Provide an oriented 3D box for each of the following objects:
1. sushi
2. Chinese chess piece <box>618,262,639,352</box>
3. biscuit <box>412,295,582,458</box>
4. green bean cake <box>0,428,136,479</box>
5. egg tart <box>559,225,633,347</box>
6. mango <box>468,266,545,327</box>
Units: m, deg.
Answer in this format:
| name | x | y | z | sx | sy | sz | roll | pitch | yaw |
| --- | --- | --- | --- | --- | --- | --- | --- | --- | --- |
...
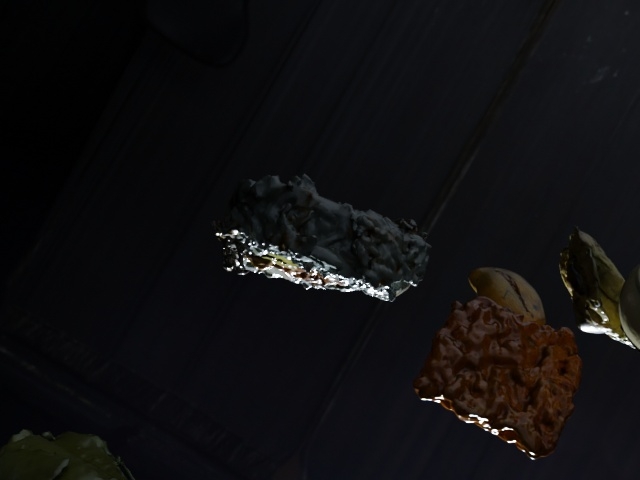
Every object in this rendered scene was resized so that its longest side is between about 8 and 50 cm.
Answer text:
| name | x | y | z | sx | sy | sz | roll | pitch | yaw |
| --- | --- | --- | --- | --- | --- | --- | --- | --- | --- |
| sushi | -0.001 | -0.001 | 1.305 | 0.417 | 0.176 | 0.417 | 12 | 174 | 1 |
| Chinese chess piece | 0.645 | 0.127 | 1.228 | 0.249 | 0.103 | 0.250 | 3 | -143 | -2 |
| biscuit | 0.382 | 0.267 | 1.498 | 0.312 | 0.318 | 0.110 | 26 | 145 | 12 |
| green bean cake | -0.256 | 0.351 | 0.746 | 0.202 | 0.285 | 0.310 | 10 | 163 | 28 |
| egg tart | 0.585 | 0.112 | 1.524 | 0.297 | 0.132 | 0.297 | 59 | -172 | -14 |
| mango | 0.529 | 0.167 | 2.027 | 0.177 | 0.120 | 0.295 | -8 | -136 | -12 |
